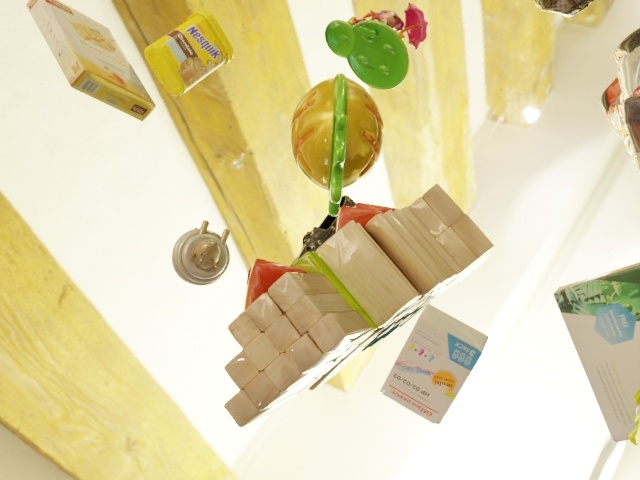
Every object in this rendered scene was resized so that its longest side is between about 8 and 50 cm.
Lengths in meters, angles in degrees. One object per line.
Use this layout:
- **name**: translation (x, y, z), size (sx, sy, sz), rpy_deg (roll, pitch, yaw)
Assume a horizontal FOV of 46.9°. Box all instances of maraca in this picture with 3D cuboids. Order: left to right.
- **maraca**: translation (0.017, -0.102, 0.765), size (0.185, 0.099, 0.127), rpy_deg (-89, 0, -61)

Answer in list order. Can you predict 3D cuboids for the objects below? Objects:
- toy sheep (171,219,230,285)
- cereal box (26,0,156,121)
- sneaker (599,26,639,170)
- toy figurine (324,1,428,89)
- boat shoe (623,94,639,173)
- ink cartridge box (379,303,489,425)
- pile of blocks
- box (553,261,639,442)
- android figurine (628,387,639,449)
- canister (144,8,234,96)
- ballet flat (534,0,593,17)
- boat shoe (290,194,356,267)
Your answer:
- **toy sheep**: translation (-0.172, 0.023, 1.059), size (0.091, 0.091, 0.132), rpy_deg (-55, 8, -20)
- **cereal box**: translation (-0.411, -0.332, 1.325), size (0.047, 0.240, 0.173), rpy_deg (-43, -29, 16)
- **sneaker**: translation (0.421, -0.165, 0.901), size (0.090, 0.145, 0.270), rpy_deg (-25, -15, 6)
- **toy figurine**: translation (0.121, -0.377, 1.343), size (0.159, 0.173, 0.130), rpy_deg (-47, -23, -37)
- **boat shoe**: translation (0.426, -0.149, 0.682), size (0.092, 0.285, 0.103), rpy_deg (63, -160, -14)
- **ink cartridge box**: translation (0.162, 0.200, 1.107), size (0.181, 0.104, 0.061), rpy_deg (-67, -12, 25)
- **pile of blocks**: translation (0.025, 0.035, 0.661), size (0.362, 0.112, 0.149), rpy_deg (-22, -22, -51)
- **box**: translation (0.511, 0.124, 0.991), size (0.058, 0.322, 0.232), rpy_deg (-19, -94, -62)
- **android figurine**: translation (0.433, 0.154, 0.879), size (0.273, 0.056, 0.248), rpy_deg (95, -162, -52)
- **canister**: translation (-0.280, -0.401, 1.582), size (0.170, 0.073, 0.126), rpy_deg (-49, -63, -36)
- **ballet flat**: translation (0.286, -0.301, 0.788), size (0.084, 0.058, 0.250), rpy_deg (48, -128, -10)
- **boat shoe**: translation (0.000, 0.000, 0.899), size (0.142, 0.049, 0.040), rpy_deg (-46, -75, -27)
